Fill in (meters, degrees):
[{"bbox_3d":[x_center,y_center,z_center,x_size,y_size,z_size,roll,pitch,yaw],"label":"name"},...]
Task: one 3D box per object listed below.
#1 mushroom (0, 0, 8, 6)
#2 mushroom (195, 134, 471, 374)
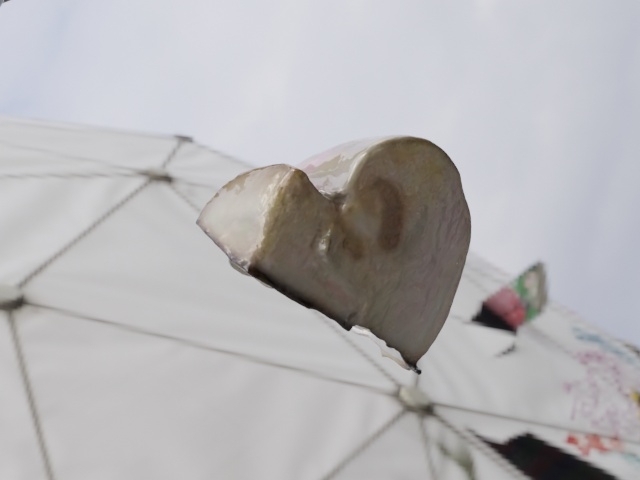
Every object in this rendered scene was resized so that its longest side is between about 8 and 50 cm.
[{"bbox_3d":[-0.295,-0.241,1.140,0.073,0.088,0.129,63,-169,-17],"label":"mushroom"},{"bbox_3d":[0.008,-0.024,1.122,0.236,0.162,0.173,34,-97,-42],"label":"mushroom"}]
